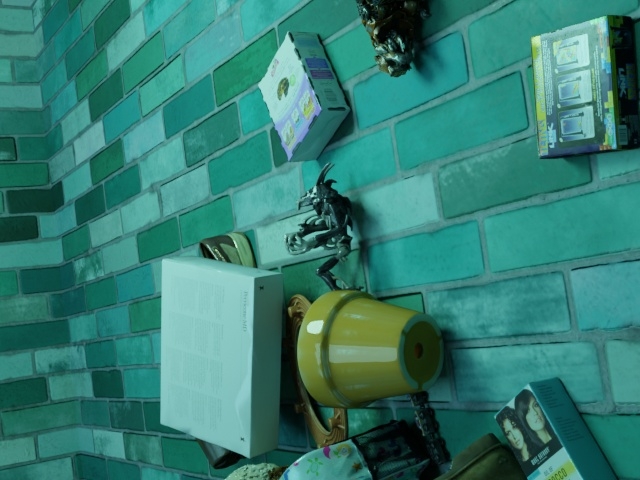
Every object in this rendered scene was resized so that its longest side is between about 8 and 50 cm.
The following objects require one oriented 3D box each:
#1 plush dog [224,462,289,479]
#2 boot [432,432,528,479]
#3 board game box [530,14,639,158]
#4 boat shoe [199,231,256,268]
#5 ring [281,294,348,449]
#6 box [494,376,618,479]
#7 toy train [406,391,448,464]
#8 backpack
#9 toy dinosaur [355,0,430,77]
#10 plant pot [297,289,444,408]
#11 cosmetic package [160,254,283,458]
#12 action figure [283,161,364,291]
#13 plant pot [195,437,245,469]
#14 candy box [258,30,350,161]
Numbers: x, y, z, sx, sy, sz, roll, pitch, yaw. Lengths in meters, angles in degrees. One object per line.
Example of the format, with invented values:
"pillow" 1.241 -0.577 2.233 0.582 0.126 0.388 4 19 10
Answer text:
"plush dog" -0.108 0.513 1.832 0.225 0.262 0.211 63 -176 -51
"boot" 0.180 0.420 1.367 0.115 0.305 0.112 47 165 29
"board game box" 0.347 -0.198 1.221 0.141 0.048 0.170 0 95 61
"boat shoe" -0.193 0.138 2.076 0.123 0.123 0.342 -46 56 51
"ring" -0.020 0.273 1.819 0.336 0.032 0.337 167 90 -73
"box" 0.343 0.322 1.288 0.244 0.060 0.100 64 143 30
"toy train" 0.179 0.309 1.589 0.036 0.027 0.158 121 134 -59
"backpack" 0.049 0.439 1.587 0.191 0.253 0.225 62 147 36
"toy dinosaur" 0.094 -0.439 1.521 0.322 0.164 0.218 57 161 5
"plant pot" 0.097 0.186 1.562 0.188 0.205 0.205 -3 92 42
"cosmetic package" -0.214 0.237 1.962 0.284 0.097 0.377 10 102 42
"action figure" 0.000 0.000 1.718 0.164 0.141 0.276 47 -148 -88
"plant pot" -0.229 0.431 2.155 0.165 0.167 0.167 60 141 24
"candy box" -0.036 -0.281 1.813 0.165 0.070 0.196 -52 52 49
